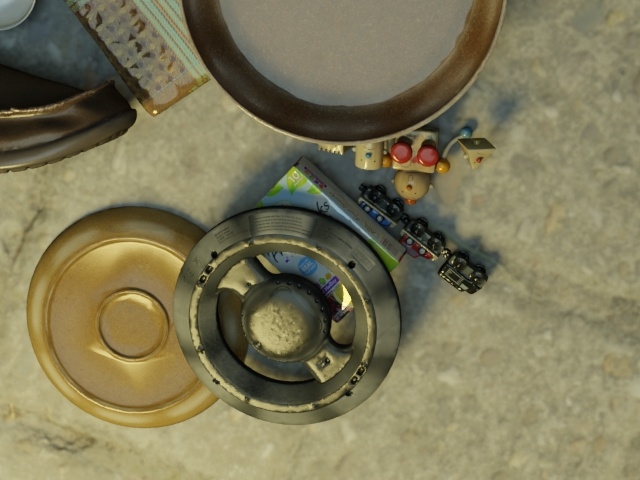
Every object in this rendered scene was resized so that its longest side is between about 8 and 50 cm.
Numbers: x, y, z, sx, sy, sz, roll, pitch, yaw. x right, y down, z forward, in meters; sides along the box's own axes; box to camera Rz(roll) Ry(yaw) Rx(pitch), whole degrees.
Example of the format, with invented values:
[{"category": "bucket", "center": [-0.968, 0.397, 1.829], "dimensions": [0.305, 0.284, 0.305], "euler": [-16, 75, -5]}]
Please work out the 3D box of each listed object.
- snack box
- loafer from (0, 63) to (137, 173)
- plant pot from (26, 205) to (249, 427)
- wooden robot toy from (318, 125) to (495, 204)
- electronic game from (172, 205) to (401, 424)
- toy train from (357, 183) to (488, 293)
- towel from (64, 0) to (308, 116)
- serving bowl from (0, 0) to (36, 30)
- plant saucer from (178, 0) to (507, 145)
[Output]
[{"category": "snack box", "center": [0.000, 0.000, 1.692], "dimensions": [0.141, 0.037, 0.100], "euler": [43, 117, -3]}, {"category": "loafer", "center": [-0.363, -0.132, 1.669], "dimensions": [0.366, 0.134, 0.130], "euler": [-4, 99, 9]}, {"category": "plant pot", "center": [-0.190, 0.083, 1.747], "dimensions": [0.236, 0.032, 0.236], "euler": [1, 101, 7]}, {"category": "wooden robot toy", "center": [0.081, -0.070, 1.665], "dimensions": [0.173, 0.076, 0.079], "euler": [7, 114, 6]}, {"category": "electronic game", "center": [-0.034, 0.076, 1.686], "dimensions": [0.229, 0.048, 0.229], "euler": [4, 110, 10]}, {"category": "toy train", "center": [0.097, -0.001, 1.697], "dimensions": [0.158, 0.027, 0.036], "euler": [39, 114, -2]}, {"category": "towel", "center": [-0.094, -0.327, 1.646], "dimensions": [0.370, 0.040, 0.271], "euler": [-35, 96, 14]}, {"category": "serving bowl", "center": [-0.318, -0.250, 1.693], "dimensions": [0.083, 0.027, 0.083], "euler": [1, 102, 6]}, {"category": "plant saucer", "center": [0.022, -0.245, 1.605], "dimensions": [0.311, 0.050, 0.310], "euler": [2, 104, 7]}]
